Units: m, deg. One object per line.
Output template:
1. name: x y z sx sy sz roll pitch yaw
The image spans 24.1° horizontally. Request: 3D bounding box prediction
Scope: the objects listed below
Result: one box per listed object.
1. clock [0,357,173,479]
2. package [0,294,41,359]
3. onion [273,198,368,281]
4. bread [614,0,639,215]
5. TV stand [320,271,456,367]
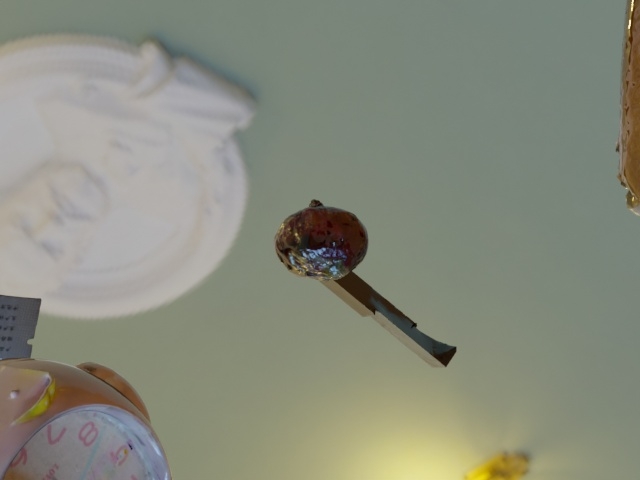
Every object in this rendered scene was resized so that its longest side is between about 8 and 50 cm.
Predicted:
1. clock: -0.318 0.325 1.675 0.368 0.250 0.377 -53 -52 -32
2. package: -0.499 0.144 1.923 0.250 0.204 0.062 11 -158 -5
3. onion: 0.000 0.000 1.680 0.107 0.107 0.097 24 -123 -50
4. bread: 0.216 -0.118 0.626 0.156 0.204 0.288 27 -117 -48
5. TV stand: 0.069 0.079 1.975 0.256 0.040 0.049 39 163 -12
